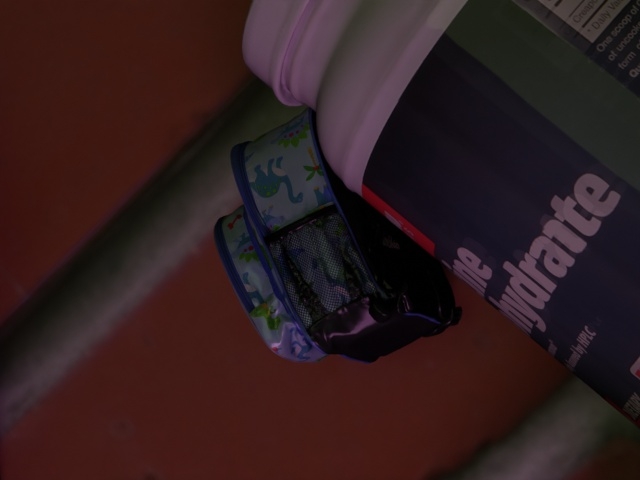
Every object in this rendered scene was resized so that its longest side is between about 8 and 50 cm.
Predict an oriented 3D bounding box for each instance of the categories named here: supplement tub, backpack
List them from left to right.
[{"bbox_3d":[0.000,0.000,0.899,0.084,0.105,0.114,-26,76,16],"label":"backpack"},{"bbox_3d":[0.121,-0.054,0.806,0.272,0.191,0.191,40,102,12],"label":"supplement tub"}]
